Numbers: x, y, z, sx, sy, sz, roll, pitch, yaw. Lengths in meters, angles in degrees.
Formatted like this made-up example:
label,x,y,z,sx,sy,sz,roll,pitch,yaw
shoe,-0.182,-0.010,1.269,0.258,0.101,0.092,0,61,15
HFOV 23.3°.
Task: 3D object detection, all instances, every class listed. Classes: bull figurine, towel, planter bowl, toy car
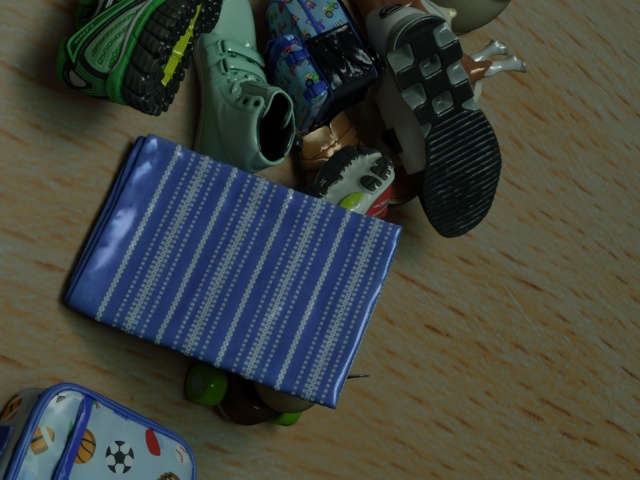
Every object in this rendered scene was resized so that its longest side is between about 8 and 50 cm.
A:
label,x,y,z,sx,sy,sz,roll,pitch,yaw
bull figurine,0.158,-0.256,2.115,0.188,0.101,0.310,-26,99,-4
towel,-0.098,0.028,1.781,0.336,0.040,0.243,20,65,5
planter bowl,0.220,-0.381,2.217,0.162,0.109,0.162,7,80,-43
toy car,-0.039,0.147,1.855,0.155,0.188,0.149,20,72,-40

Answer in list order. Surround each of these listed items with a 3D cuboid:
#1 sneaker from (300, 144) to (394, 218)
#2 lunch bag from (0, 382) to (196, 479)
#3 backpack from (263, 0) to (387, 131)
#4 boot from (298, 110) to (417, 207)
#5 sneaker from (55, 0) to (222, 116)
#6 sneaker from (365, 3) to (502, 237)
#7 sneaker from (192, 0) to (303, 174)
label,x,y,z,sx,sy,sz,roll,pitch,yaw
sneaker,0.000,0.000,1.909,0.279,0.107,0.118,-39,145,-31
lunch bag,-0.277,0.317,1.669,0.243,0.115,0.303,34,62,-33
backpack,-0.013,-0.245,1.956,0.117,0.158,0.173,-28,86,-15
boot,0.055,-0.106,2.057,0.197,0.073,0.152,-35,104,-43
sneaker,-0.200,-0.289,1.797,0.343,0.146,0.134,-67,166,-45
sneaker,0.139,-0.163,2.028,0.122,0.146,0.330,-25,121,-16
sneaker,-0.080,-0.198,1.885,0.094,0.151,0.256,8,78,-41
